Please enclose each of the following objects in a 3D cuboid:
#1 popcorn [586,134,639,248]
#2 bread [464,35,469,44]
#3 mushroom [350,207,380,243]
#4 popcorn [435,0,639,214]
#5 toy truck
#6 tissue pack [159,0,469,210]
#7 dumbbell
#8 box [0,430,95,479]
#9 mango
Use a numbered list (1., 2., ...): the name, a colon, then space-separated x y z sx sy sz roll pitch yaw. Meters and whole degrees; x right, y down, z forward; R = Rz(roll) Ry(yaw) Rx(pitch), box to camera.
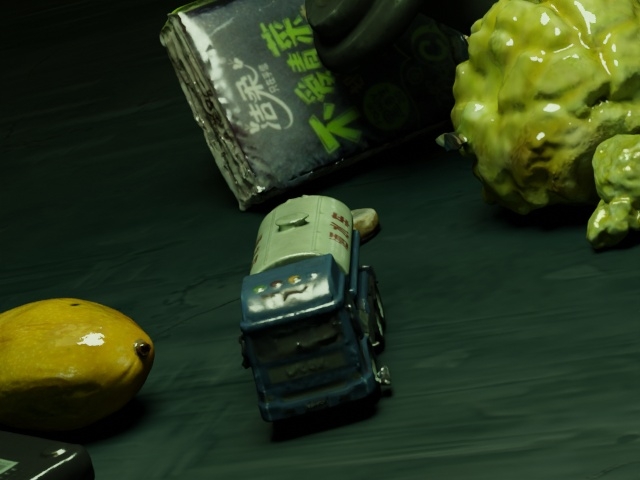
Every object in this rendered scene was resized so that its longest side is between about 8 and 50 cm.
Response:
1. popcorn: 0.194 -0.030 1.101 0.083 0.068 0.059 -51 -15 9
2. bread: 0.143 -0.202 1.786 0.083 0.035 0.070 -24 15 -2
3. mushroom: 0.000 0.000 1.262 0.101 0.019 0.049 -24 17 -27
4. popcorn: 0.159 -0.094 1.189 0.174 0.173 0.142 -3 12 40
5. toy truck: -0.004 0.032 1.027 0.074 0.088 0.201 -14 16 6
6. tissue pack: 0.007 -0.144 1.472 0.236 0.173 0.073 -24 -8 -22
7. dumbbell: 0.110 -0.184 1.369 0.290 0.192 0.192 25 4 -18
8. box: -0.202 0.141 0.969 0.125 0.027 0.126 -29 19 -36
9. mango: -0.173 0.077 1.078 0.190 0.075 0.098 -12 9 40
